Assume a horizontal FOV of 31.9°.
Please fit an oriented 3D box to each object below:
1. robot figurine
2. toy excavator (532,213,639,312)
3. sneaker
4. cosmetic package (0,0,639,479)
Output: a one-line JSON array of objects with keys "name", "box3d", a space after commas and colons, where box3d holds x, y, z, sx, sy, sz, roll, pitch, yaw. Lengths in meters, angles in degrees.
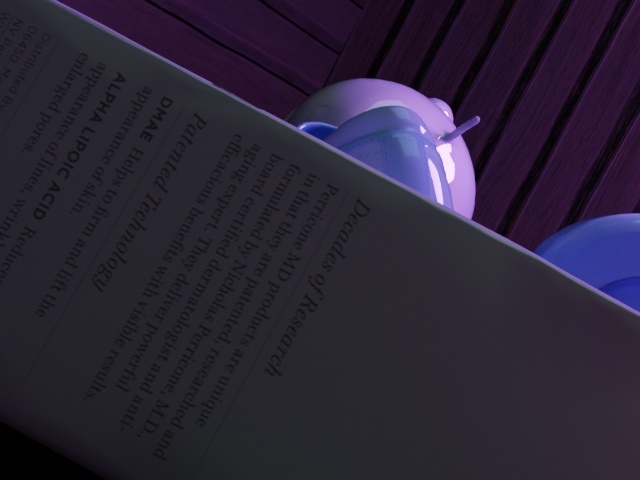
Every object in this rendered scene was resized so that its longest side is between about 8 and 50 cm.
[{"name": "robot figurine", "box3d": [0.015, -0.034, 1.095, 0.200, 0.300, 0.353, 46, -30, -9]}, {"name": "toy excavator", "box3d": [0.338, 0.053, 0.974, 0.433, 0.445, 0.222, 28, 5, 6]}, {"name": "sneaker", "box3d": [0.000, 0.000, 0.797, 0.135, 0.150, 0.366, 8, -13, -23]}, {"name": "cosmetic package", "box3d": [-0.007, 0.057, 0.499, 0.385, 0.156, 0.217, 27, -8, 2]}]
